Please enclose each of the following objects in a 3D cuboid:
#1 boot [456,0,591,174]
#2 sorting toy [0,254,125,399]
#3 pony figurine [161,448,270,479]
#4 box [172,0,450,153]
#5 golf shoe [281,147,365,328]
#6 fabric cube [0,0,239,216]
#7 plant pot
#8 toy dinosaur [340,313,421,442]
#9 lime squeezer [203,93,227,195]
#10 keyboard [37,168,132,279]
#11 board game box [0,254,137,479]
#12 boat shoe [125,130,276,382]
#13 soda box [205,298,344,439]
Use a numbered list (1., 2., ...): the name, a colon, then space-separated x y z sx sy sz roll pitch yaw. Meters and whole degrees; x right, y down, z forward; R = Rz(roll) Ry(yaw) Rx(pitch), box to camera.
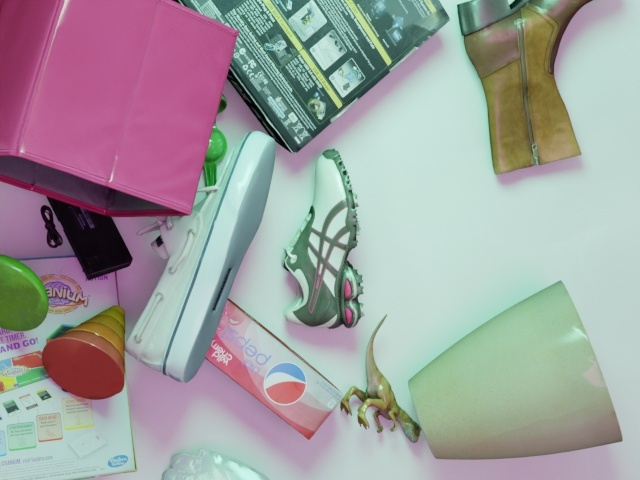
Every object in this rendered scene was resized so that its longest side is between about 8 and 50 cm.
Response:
1. boot: 0.364 -0.262 1.917 0.264 0.096 0.280 -18 99 -11
2. sorting toy: -0.385 0.053 1.674 0.365 0.127 0.126 46 40 -19
3. pony figurine: -0.093 0.496 1.786 0.351 0.363 0.303 11 100 2
4. box: -0.041 -0.371 1.764 0.318 0.097 0.395 -41 119 -5
5. golf shoe: 0.000 0.000 1.857 0.120 0.105 0.273 -3 95 -5
6. fabric cube: -0.301 -0.188 1.633 0.259 0.254 0.258 19 81 -34
7. plant pot: 0.281 0.226 1.885 0.274 0.256 0.256 -20 99 6
8. toy dinosaur: 0.085 0.229 1.924 0.112 0.064 0.211 -34 111 -26
9. lime squeezer: -0.154 -0.153 1.813 0.058 0.110 0.310 -16 130 -27
10. keyboard: -0.351 -0.028 1.765 0.108 0.023 0.180 -18 72 -39
11. board game box: -0.394 0.181 1.736 0.242 0.064 0.317 -3 82 -27
12. boat shoe: -0.189 0.004 1.750 0.156 0.136 0.367 21 94 11
13. soda box: -0.094 0.180 1.858 0.263 0.083 0.092 40 86 -13
